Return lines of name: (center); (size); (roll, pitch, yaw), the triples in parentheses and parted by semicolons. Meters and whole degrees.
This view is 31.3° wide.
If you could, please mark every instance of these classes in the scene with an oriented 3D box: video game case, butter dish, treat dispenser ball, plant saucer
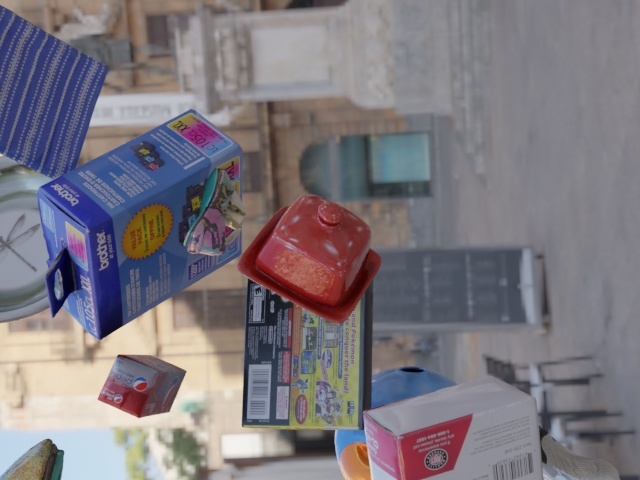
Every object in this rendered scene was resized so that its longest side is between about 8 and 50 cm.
video game case: (-0.024, 0.194, 2.010); (0.035, 0.248, 0.274); (19, -110, -58)
butter dish: (0.000, 0.000, 1.463); (0.160, 0.160, 0.118); (-54, -10, -47)
treat dispenser ball: (0.172, 0.385, 2.185); (0.288, 0.288, 0.288); (-3, -90, -86)
plant saucer: (-0.628, 0.010, 2.304); (0.100, 0.401, 0.400); (84, -175, -57)

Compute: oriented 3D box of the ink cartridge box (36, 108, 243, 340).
ink cartridge box: (-0.327, -0.015, 1.974); (0.151, 0.395, 0.270); (37, 143, 31)

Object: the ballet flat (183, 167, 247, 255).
ballet flat: (-0.160, -0.038, 1.816); (0.221, 0.079, 0.077); (-80, 17, -59)

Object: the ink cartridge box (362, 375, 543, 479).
ink cartridge box: (0.198, 0.374, 1.639); (0.131, 0.226, 0.306); (-155, 56, -64)

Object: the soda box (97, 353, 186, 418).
soda box: (-0.318, 0.261, 2.065); (0.263, 0.083, 0.092); (58, -124, -82)

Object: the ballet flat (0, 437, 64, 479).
ballet flat: (-0.287, 0.318, 0.954); (0.123, 0.123, 0.348); (82, -175, -52)

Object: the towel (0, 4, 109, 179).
towel: (-0.525, -0.268, 1.953); (0.336, 0.040, 0.243); (29, -111, -42)

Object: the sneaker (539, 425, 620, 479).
sneaker: (0.377, 0.367, 1.839); (0.237, 0.085, 0.086); (24, 127, 44)
